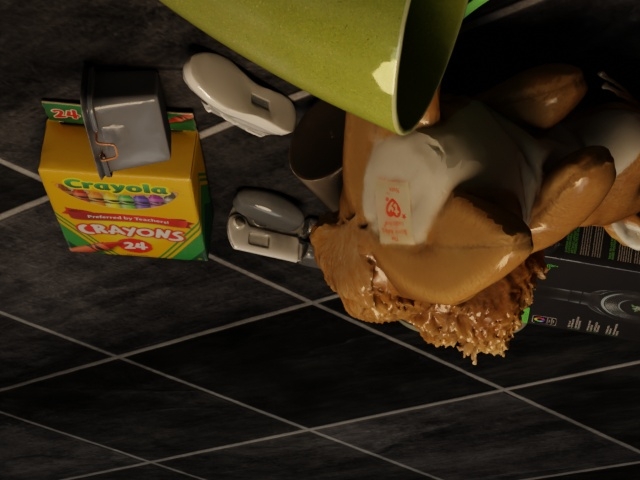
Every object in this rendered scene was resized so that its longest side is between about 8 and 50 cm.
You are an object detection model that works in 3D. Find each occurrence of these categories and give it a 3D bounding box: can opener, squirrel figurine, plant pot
[{"bbox_3d":[0.000,0.000,2.200,0.280,0.074,0.093,15,154,-21],"label":"can opener"},{"bbox_3d":[0.202,-0.045,1.772,0.370,0.281,0.397,-12,152,-39],"label":"squirrel figurine"},{"bbox_3d":[-0.025,-0.266,1.418,0.294,0.274,0.275,16,158,12],"label":"plant pot"}]

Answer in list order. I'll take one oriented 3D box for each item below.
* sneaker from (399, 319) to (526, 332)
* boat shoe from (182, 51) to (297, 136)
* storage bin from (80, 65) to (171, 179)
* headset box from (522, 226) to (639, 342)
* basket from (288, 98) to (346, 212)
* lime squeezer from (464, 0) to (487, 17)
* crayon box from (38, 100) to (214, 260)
[{"bbox_3d":[0.199,0.075,2.352,0.222,0.083,0.118,-1,138,31],"label":"sneaker"},{"bbox_3d":[-0.107,-0.170,1.863,0.063,0.066,0.184,-16,159,37],"label":"boat shoe"},{"bbox_3d":[-0.232,-0.143,1.882,0.091,0.098,0.135,-7,135,2],"label":"storage bin"},{"bbox_3d":[0.385,0.027,2.084,0.283,0.131,0.246,10,157,7],"label":"headset box"},{"bbox_3d":[0.083,-0.080,1.917,0.204,0.154,0.227,-31,136,27],"label":"basket"},{"bbox_3d":[0.066,-0.234,1.681,0.310,0.058,0.110,-1,156,15],"label":"lime squeezer"},{"bbox_3d":[-0.257,-0.073,2.080,0.202,0.081,0.318,4,156,4],"label":"crayon box"}]
